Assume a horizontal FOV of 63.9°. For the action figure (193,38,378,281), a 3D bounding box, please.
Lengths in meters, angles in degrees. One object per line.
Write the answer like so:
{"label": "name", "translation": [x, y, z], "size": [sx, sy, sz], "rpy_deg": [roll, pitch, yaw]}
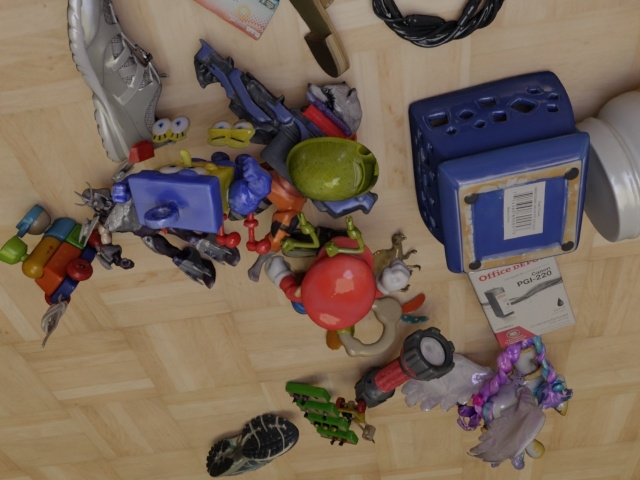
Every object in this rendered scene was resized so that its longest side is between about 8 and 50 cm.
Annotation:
{"label": "action figure", "translation": [-0.080, -0.142, 0.810], "size": [0.330, 0.178, 0.341], "rpy_deg": [-39, 94, 17]}

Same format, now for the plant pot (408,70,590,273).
{"label": "plant pot", "translation": [0.274, -0.092, 0.793], "size": [0.235, 0.212, 0.236], "rpy_deg": [-11, 128, 7]}

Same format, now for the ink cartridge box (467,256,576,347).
{"label": "ink cartridge box", "translation": [0.384, 0.086, 1.003], "size": [0.158, 0.092, 0.218], "rpy_deg": [-24, 118, 15]}

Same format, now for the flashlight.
{"label": "flashlight", "translation": [0.166, 0.289, 1.109], "size": [0.103, 0.103, 0.304], "rpy_deg": [20, 141, -15]}

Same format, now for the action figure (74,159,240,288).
{"label": "action figure", "translation": [-0.285, -0.018, 0.889], "size": [0.285, 0.099, 0.185], "rpy_deg": [31, 107, -31]}

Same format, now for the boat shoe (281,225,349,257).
{"label": "boat shoe", "translation": [0.000, 0.000, 0.951], "size": [0.152, 0.056, 0.049], "rpy_deg": [-7, 133, 3]}

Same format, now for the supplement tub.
{"label": "supplement tub", "translation": [0.559, -0.138, 0.759], "size": [0.316, 0.228, 0.228], "rpy_deg": [-21, 126, 13]}

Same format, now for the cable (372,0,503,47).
{"label": "cable", "translation": [0.162, -0.342, 0.702], "size": [0.184, 0.047, 0.151], "rpy_deg": [-19, 132, 9]}

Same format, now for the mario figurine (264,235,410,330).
{"label": "mario figurine", "translation": [0.024, 0.055, 0.892], "size": [0.198, 0.320, 0.170], "rpy_deg": [-31, 86, -13]}

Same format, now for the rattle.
{"label": "rattle", "translation": [0.122, 0.183, 1.098], "size": [0.199, 0.130, 0.143], "rpy_deg": [-24, 146, -20]}

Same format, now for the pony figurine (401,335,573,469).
{"label": "pony figurine", "translation": [0.409, 0.356, 1.150], "size": [0.351, 0.303, 0.363], "rpy_deg": [-36, 124, -15]}

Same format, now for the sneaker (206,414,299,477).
{"label": "sneaker", "translation": [-0.164, 0.547, 1.364], "size": [0.283, 0.110, 0.122], "rpy_deg": [-28, 142, 21]}

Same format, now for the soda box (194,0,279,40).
{"label": "soda box", "translation": [-0.145, -0.344, 0.670], "size": [0.183, 0.058, 0.063], "rpy_deg": [27, 122, -23]}

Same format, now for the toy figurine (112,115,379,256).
{"label": "toy figurine", "translation": [-0.126, -0.037, 0.652], "size": [0.362, 0.217, 0.191], "rpy_deg": [9, 114, 15]}

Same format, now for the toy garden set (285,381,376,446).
{"label": "toy garden set", "translation": [0.041, 0.447, 1.257], "size": [0.203, 0.049, 0.244], "rpy_deg": [-1, 134, 32]}

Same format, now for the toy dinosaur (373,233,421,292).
{"label": "toy dinosaur", "translation": [0.137, 0.061, 1.021], "size": [0.092, 0.053, 0.183], "rpy_deg": [27, 116, -4]}

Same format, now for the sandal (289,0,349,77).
{"label": "sandal", "translation": [-0.001, -0.342, 0.686], "size": [0.079, 0.088, 0.240], "rpy_deg": [-41, 133, -11]}

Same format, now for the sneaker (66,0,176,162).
{"label": "sneaker", "translation": [-0.279, -0.249, 0.731], "size": [0.115, 0.105, 0.281], "rpy_deg": [-12, 136, -12]}

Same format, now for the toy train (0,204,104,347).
{"label": "toy train", "translation": [-0.464, 0.048, 0.847], "size": [0.143, 0.248, 0.105], "rpy_deg": [36, 119, -22]}
